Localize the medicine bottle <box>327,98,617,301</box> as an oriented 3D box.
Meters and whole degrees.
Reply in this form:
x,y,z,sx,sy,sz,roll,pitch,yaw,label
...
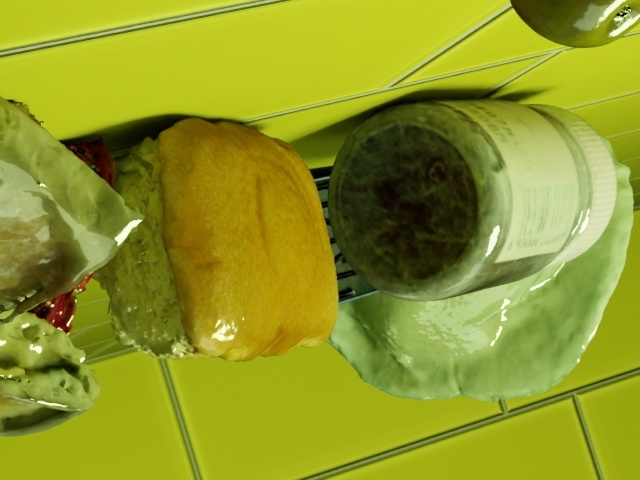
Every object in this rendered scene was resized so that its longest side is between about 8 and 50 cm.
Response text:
x,y,z,sx,sy,sz,roll,pitch,yaw,label
0.136,-0.040,1.554,0.165,0.165,0.273,-20,174,29,medicine bottle

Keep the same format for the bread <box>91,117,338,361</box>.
x,y,z,sx,sy,sz,roll,pitch,yaw,label
-0.072,0.006,1.293,0.121,0.174,0.245,-20,170,17,bread

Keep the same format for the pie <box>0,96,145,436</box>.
x,y,z,sx,sy,sz,roll,pitch,yaw,label
-0.249,0.024,0.894,0.337,0.075,0.337,-4,146,-3,pie

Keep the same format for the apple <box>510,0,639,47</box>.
x,y,z,sx,sy,sz,roll,pitch,yaw,label
0.141,-0.146,0.958,0.089,0.074,0.089,-30,161,-12,apple

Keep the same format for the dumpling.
x,y,z,sx,sy,sz,roll,pitch,yaw,label
0.151,0.020,1.935,0.212,0.270,0.320,26,136,-27,dumpling

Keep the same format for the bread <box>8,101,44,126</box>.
x,y,z,sx,sy,sz,roll,pitch,yaw,label
-0.260,-0.014,1.040,0.236,0.070,0.236,-17,175,-1,bread

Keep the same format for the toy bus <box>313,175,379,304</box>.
x,y,z,sx,sy,sz,roll,pitch,yaw,label
0.000,0.000,1.739,0.133,0.125,0.292,-10,-177,39,toy bus

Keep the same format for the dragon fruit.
x,y,z,sx,sy,sz,roll,pitch,yaw,label
-0.180,0.003,1.186,0.097,0.131,0.063,-2,171,-44,dragon fruit
